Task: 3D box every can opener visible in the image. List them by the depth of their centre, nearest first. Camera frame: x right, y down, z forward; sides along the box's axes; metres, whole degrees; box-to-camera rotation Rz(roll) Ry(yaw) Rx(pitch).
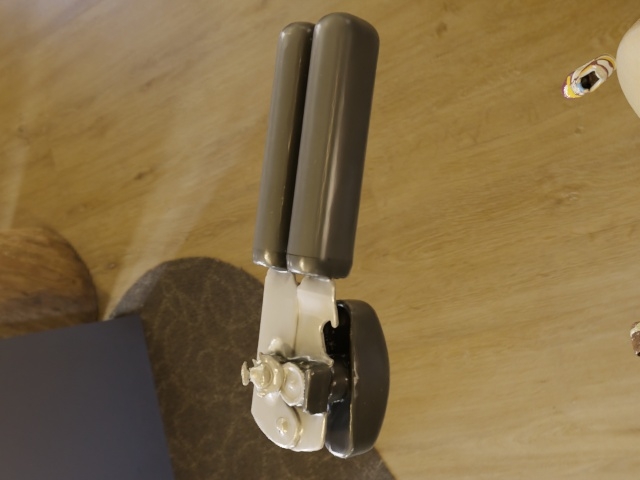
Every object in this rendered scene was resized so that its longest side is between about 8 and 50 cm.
[{"bbox_3d":[0.000,0.000,0.430,0.074,0.093,0.280,8,96,48],"label":"can opener"}]

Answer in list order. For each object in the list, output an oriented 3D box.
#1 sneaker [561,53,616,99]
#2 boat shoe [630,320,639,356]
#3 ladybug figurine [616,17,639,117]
[{"bbox_3d":[0.666,-0.404,1.679,0.069,0.084,0.185,46,157,2],"label":"sneaker"},{"bbox_3d":[0.889,0.248,1.587,0.258,0.095,0.095,-11,48,37],"label":"boat shoe"},{"bbox_3d":[0.528,-0.130,0.691,0.450,0.305,0.161,34,89,-11],"label":"ladybug figurine"}]
